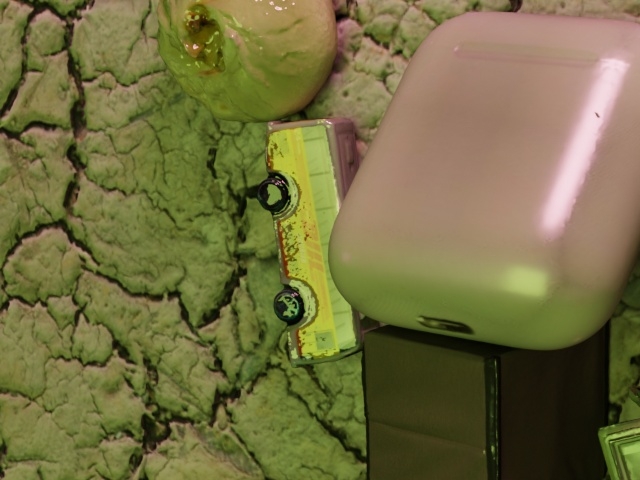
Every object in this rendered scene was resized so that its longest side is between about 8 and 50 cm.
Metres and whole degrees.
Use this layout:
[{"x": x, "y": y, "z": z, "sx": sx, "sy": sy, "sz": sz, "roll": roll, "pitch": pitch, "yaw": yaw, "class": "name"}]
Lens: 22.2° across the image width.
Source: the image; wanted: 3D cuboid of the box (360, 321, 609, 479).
[{"x": 0.163, "y": 0.164, "z": 1.582, "sx": 0.153, "sy": 0.252, "sz": 0.188, "roll": 6, "pitch": 103, "yaw": 33, "class": "box"}]

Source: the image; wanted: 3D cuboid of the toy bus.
[{"x": 0.000, "y": 0.000, "z": 1.760, "sx": 0.106, "sy": 0.092, "sz": 0.268, "roll": -6, "pitch": 93, "yaw": 22, "class": "toy bus"}]

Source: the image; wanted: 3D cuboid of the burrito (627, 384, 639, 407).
[{"x": 0.424, "y": 0.280, "z": 1.531, "sx": 0.175, "sy": 0.107, "sz": 0.348, "roll": -18, "pitch": 89, "yaw": 16, "class": "burrito"}]

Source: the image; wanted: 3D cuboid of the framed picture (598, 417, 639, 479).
[{"x": 0.405, "y": 0.241, "z": 1.471, "sx": 0.274, "sy": 0.017, "sz": 0.217, "roll": -18, "pitch": 90, "yaw": 22, "class": "framed picture"}]

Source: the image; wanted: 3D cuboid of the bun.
[{"x": -0.093, "y": -0.224, "z": 1.760, "sx": 0.222, "sy": 0.127, "sz": 0.222, "roll": 5, "pitch": 100, "yaw": 28, "class": "bun"}]

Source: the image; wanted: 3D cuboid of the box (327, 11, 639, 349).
[{"x": 0.178, "y": -0.063, "z": 1.526, "sx": 0.288, "sy": 0.141, "sz": 0.349, "roll": 8, "pitch": 58, "yaw": 31, "class": "box"}]
